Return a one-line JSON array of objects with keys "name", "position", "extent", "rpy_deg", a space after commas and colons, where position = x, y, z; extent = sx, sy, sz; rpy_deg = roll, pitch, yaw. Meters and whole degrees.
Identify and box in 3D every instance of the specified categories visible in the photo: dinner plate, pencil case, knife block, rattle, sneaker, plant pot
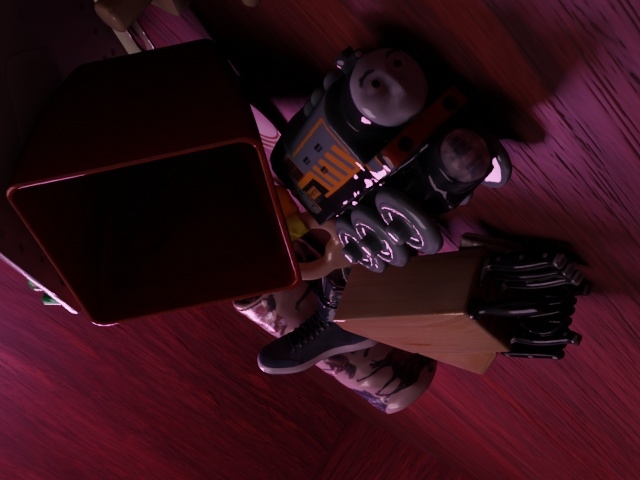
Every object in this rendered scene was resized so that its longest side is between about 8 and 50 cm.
[{"name": "dinner plate", "position": [-0.102, -0.173, 1.159], "extent": [0.141, 0.017, 0.141], "rpy_deg": [35, 167, 9]}, {"name": "pencil case", "position": [0.040, 0.164, 1.633], "extent": [0.410, 0.183, 0.160], "rpy_deg": [38, 175, -18]}, {"name": "knife block", "position": [0.161, 0.063, 0.988], "extent": [0.275, 0.088, 0.242], "rpy_deg": [18, 154, 8]}, {"name": "rattle", "position": [0.000, 0.000, 1.400], "extent": [0.199, 0.130, 0.143], "rpy_deg": [13, -169, -29]}, {"name": "sneaker", "position": [-0.012, 0.134, 1.464], "extent": [0.086, 0.226, 0.163], "rpy_deg": [-119, 15, -49]}, {"name": "plant pot", "position": [-0.185, -0.087, 1.021], "extent": [0.267, 0.267, 0.236], "rpy_deg": [76, -176, -52]}]

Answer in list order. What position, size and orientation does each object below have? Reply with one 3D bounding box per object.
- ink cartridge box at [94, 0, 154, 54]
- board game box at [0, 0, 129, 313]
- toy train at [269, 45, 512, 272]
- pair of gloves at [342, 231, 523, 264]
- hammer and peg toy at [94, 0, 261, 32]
[{"name": "ink cartridge box", "position": [-0.340, -0.306, 1.226], "extent": [0.235, 0.056, 0.171], "rpy_deg": [32, 166, 25]}, {"name": "board game box", "position": [-0.346, -0.162, 0.984], "extent": [0.050, 0.390, 0.390], "rpy_deg": [-1, 154, 13]}, {"name": "toy train", "position": [0.054, -0.078, 0.853], "extent": [0.190, 0.142, 0.334], "rpy_deg": [47, 166, -2]}, {"name": "pair of gloves", "position": [0.146, 0.029, 1.082], "extent": [0.240, 0.042, 0.204], "rpy_deg": [11, 153, 21]}, {"name": "hammer and peg toy", "position": [-0.203, -0.297, 0.734], "extent": [0.361, 0.127, 0.266], "rpy_deg": [32, 166, 18]}]
